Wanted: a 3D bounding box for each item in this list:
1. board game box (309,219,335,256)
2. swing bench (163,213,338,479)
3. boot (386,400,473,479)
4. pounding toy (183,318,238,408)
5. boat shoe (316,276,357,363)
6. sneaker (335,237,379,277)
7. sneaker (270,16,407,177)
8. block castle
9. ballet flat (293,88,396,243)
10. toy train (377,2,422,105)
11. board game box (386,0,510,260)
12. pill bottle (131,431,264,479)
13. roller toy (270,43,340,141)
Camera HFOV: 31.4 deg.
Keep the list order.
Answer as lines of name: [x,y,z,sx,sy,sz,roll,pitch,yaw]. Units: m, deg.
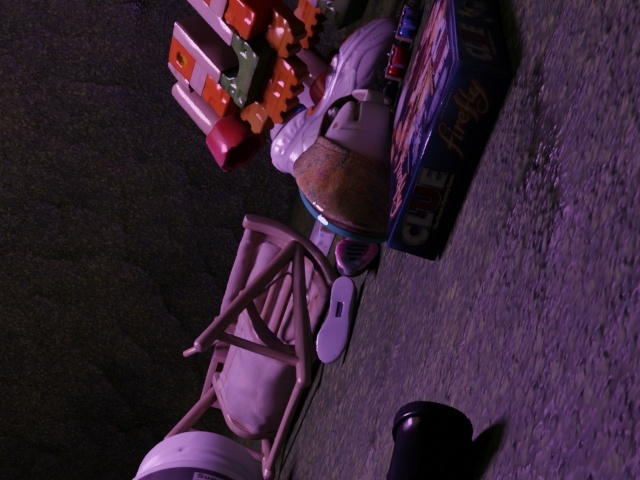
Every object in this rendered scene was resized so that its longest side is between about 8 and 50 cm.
board game box: [0.000,0.000,1.872,0.154,0.026,0.103,111,173,-48]
swing bench: [-0.085,0.148,1.592,0.253,0.165,0.255,110,179,-46]
boot: [0.049,0.155,0.622,0.121,0.045,0.099,100,-175,-56]
pounding toy: [-0.162,0.211,2.122,0.094,0.181,0.206,-80,7,-55]
boat shoe: [0.022,0.092,1.283,0.035,0.035,0.100,42,-124,-64]
sneaker: [0.040,0.019,1.257,0.119,0.047,0.057,-67,-11,-64]
sneaker: [0.053,-0.173,1.534,0.262,0.121,0.099,-54,-29,12]
block castle: [-0.022,-0.310,1.628,0.303,0.213,0.453,-30,-20,-33]
ballet flat: [0.041,-0.093,1.151,0.348,0.123,0.123,-82,9,-76]
toy train: [0.100,-0.232,1.468,0.036,0.027,0.158,170,116,-81]
board game box: [0.101,-0.116,0.944,0.243,0.042,0.165,-82,9,-60]
pill bottle: [-0.160,0.386,1.316,0.363,0.210,0.210,-87,14,-70]
roller toy: [-0.008,-0.245,1.969,0.191,0.146,0.209,79,-154,-86]
